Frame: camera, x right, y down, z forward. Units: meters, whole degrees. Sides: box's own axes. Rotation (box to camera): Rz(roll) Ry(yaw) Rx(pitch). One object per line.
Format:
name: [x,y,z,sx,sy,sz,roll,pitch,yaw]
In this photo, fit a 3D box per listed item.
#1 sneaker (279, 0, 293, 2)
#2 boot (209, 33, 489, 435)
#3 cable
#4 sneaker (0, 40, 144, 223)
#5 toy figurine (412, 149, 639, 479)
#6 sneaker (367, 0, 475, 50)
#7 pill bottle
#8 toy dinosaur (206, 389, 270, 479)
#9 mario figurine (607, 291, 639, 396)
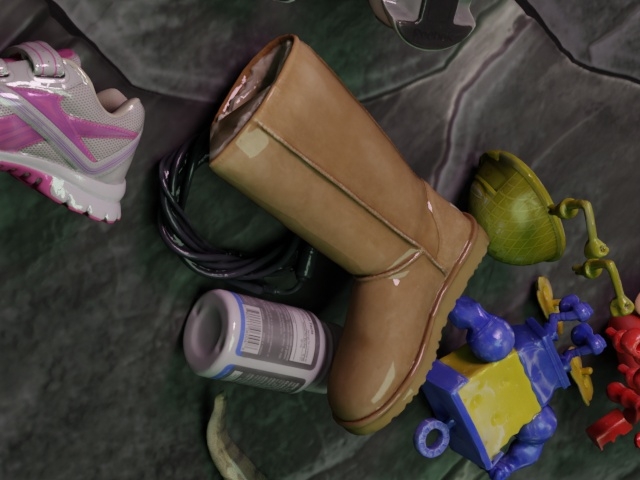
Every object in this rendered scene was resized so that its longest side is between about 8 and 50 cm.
sneaker: [-0.041,-0.302,1.287,0.153,0.094,0.235,11,131,-33]
boot: [0.000,0.000,1.414,0.269,0.089,0.236,41,66,-32]
cable: [-0.059,-0.035,1.438,0.184,0.047,0.150,26,94,-36]
sneaker: [-0.238,-0.106,1.271,0.252,0.103,0.111,24,92,-43]
toy figurine: [0.176,0.124,1.576,0.217,0.191,0.362,-34,123,-10]
sneaker: [0.091,-0.331,1.342,0.122,0.146,0.330,8,111,-30]
pill bottle: [-0.045,0.093,1.482,0.137,0.078,0.078,16,101,-36]
toy dinosaur: [-0.067,0.262,1.555,0.118,0.064,0.268,-45,125,-16]
mario figurine: [0.428,0.048,1.701,0.198,0.170,0.320,34,81,-3]
